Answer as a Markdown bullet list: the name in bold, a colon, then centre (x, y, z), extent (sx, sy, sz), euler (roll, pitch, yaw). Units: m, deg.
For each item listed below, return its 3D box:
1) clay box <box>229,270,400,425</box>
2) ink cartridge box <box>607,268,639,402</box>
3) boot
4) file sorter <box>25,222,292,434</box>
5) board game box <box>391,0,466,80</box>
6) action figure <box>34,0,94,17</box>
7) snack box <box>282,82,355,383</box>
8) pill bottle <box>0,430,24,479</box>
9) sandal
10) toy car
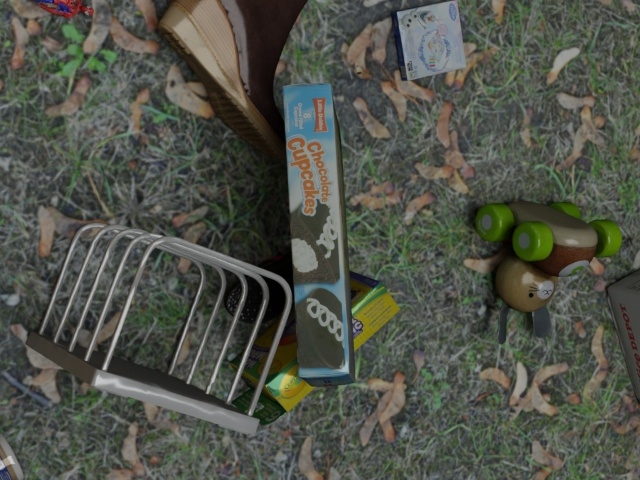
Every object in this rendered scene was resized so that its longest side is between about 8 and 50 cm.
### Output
- **clay box**: centre (-0.020, 0.129, 1.703), extent (0.222, 0.127, 0.053), euler (-41, 111, -14)
- **ink cartridge box**: centre (0.545, 0.150, 1.882), extent (0.117, 0.278, 0.201), euler (-26, 108, -22)
- **boot**: centre (-0.058, -0.244, 1.648), extent (0.207, 0.090, 0.248), euler (-47, 121, -17)
- **file sorter**: centre (-0.181, 0.087, 1.544), extent (0.193, 0.278, 0.173), euler (22, 85, -26)
- **board game box**: centre (0.141, -0.259, 1.773), extent (0.090, 0.020, 0.090), euler (-15, 104, -21)
- **action figure**: centre (-0.312, -0.281, 1.560), extent (0.115, 0.030, 0.038), euler (19, 85, -28)
- **snack box**: centre (0.000, 0.000, 1.561), extent (0.060, 0.187, 0.322), euler (-4, 80, 3)
- **pill bottle**: centre (-0.409, 0.275, 1.581), extent (0.120, 0.067, 0.067), euler (-27, 108, -18)
- **sandal**: centre (-0.052, 0.048, 1.729), extent (0.179, 0.040, 0.067), euler (-33, 117, -32)
- **toy car**: centre (0.290, 0.051, 1.834), extent (0.155, 0.149, 0.188), euler (-2, 111, -35)
